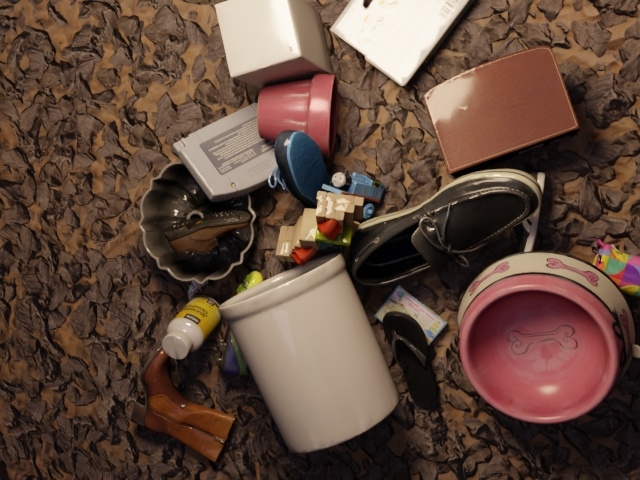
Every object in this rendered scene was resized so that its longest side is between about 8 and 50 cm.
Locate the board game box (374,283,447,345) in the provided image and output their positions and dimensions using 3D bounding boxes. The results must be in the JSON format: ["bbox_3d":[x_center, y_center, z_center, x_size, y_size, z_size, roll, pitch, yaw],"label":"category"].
[{"bbox_3d":[0.228,0.199,1.856,0.154,0.026,0.103,39,103,10],"label":"board game box"}]

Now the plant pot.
[{"bbox_3d":[-0.056,-0.310,1.798,0.180,0.201,0.201,5,95,5],"label":"plant pot"}]

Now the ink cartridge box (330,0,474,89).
[{"bbox_3d":[0.199,-0.552,1.794,0.239,0.060,0.275,40,102,11],"label":"ink cartridge box"}]

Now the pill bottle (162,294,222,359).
[{"bbox_3d":[-0.340,0.230,1.929,0.103,0.184,0.103,9,119,16],"label":"pill bottle"}]

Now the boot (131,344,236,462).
[{"bbox_3d":[-0.365,0.445,2.008,0.281,0.096,0.264,21,99,13],"label":"boot"}]

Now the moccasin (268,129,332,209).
[{"bbox_3d":[-0.058,-0.150,1.757,0.117,0.342,0.137,17,69,23],"label":"moccasin"}]

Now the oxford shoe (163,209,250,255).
[{"bbox_3d":[-0.273,-0.017,1.839,0.227,0.083,0.096,-15,109,17],"label":"oxford shoe"}]

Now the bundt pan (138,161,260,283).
[{"bbox_3d":[-0.304,-0.055,1.940,0.331,0.124,0.330,1,94,17],"label":"bundt pan"}]

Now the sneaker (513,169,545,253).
[{"bbox_3d":[0.461,-0.061,1.751,0.121,0.079,0.216,9,88,18],"label":"sneaker"}]

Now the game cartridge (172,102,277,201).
[{"bbox_3d":[-0.196,-0.222,1.844,0.297,0.062,0.198,-32,86,-29],"label":"game cartridge"}]

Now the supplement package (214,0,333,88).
[{"bbox_3d":[-0.102,-0.478,1.764,0.178,0.293,0.175,-12,91,16],"label":"supplement package"}]

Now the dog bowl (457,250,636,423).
[{"bbox_3d":[0.500,0.236,1.672,0.408,0.150,0.407,7,108,21],"label":"dog bowl"}]

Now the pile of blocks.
[{"bbox_3d":[0.000,0.000,1.770,0.149,0.362,0.112,17,68,-17],"label":"pile of blocks"}]

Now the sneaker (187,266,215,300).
[{"bbox_3d":[-0.321,0.125,2.001,0.069,0.038,0.098,17,99,15],"label":"sneaker"}]

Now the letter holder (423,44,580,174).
[{"bbox_3d":[0.416,-0.299,1.705,0.302,0.152,0.214,-19,86,16],"label":"letter holder"}]

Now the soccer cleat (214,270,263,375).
[{"bbox_3d":[-0.193,0.224,1.961,0.121,0.093,0.289,16,94,-16],"label":"soccer cleat"}]

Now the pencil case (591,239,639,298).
[{"bbox_3d":[0.733,0.083,1.669,0.236,0.104,0.104,21,99,12],"label":"pencil case"}]

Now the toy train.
[{"bbox_3d":[0.078,-0.115,1.801,0.080,0.184,0.105,23,99,39],"label":"toy train"}]

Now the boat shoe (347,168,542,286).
[{"bbox_3d":[0.276,-0.014,1.701,0.500,0.156,0.187,-21,126,29],"label":"boat shoe"}]

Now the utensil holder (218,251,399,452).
[{"bbox_3d":[-0.023,0.267,1.770,0.328,0.327,0.385,-22,94,16],"label":"utensil holder"}]

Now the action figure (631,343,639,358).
[{"bbox_3d":[0.853,0.262,1.588,0.330,0.178,0.341,17,104,-15],"label":"action figure"}]

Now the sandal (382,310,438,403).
[{"bbox_3d":[0.227,0.293,1.823,0.097,0.054,0.254,-20,97,30],"label":"sandal"}]
